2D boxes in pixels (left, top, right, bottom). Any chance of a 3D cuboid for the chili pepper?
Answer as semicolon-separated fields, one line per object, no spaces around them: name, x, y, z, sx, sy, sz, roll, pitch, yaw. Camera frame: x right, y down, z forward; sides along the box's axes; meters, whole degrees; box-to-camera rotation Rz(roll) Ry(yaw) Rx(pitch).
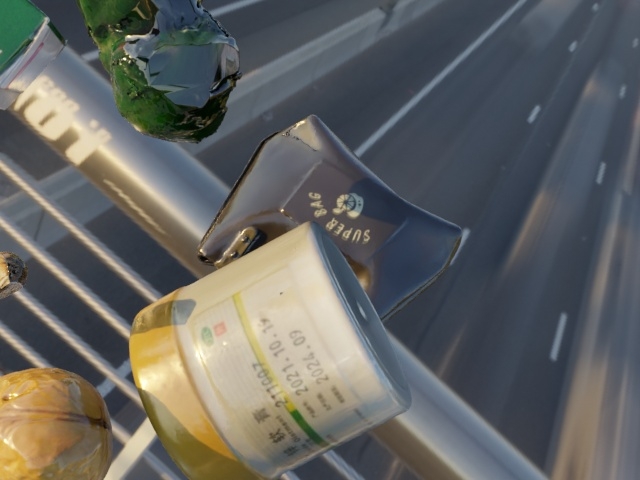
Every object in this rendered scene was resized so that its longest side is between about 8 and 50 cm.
chili pepper;-0.181;-0.227;0.842;0.148;0.264;0.116;-20;23;-20

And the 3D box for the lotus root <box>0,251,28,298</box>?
lotus root;-0.301;0.033;0.705;0.030;0.083;0.037;-2;73;-52

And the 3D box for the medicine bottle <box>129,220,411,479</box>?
medicine bottle;-0.051;0.131;0.833;0.237;0.232;0.238;59;9;-15

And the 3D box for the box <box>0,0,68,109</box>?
box;-0.276;-0.181;0.504;0.199;0.081;0.135;41;-3;-17

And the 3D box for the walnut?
walnut;-0.282;0.194;0.714;0.144;0.180;0.144;62;7;-14

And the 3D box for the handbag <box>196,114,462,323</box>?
handbag;0.000;0.000;1.108;0.342;0.152;0.288;38;66;8
